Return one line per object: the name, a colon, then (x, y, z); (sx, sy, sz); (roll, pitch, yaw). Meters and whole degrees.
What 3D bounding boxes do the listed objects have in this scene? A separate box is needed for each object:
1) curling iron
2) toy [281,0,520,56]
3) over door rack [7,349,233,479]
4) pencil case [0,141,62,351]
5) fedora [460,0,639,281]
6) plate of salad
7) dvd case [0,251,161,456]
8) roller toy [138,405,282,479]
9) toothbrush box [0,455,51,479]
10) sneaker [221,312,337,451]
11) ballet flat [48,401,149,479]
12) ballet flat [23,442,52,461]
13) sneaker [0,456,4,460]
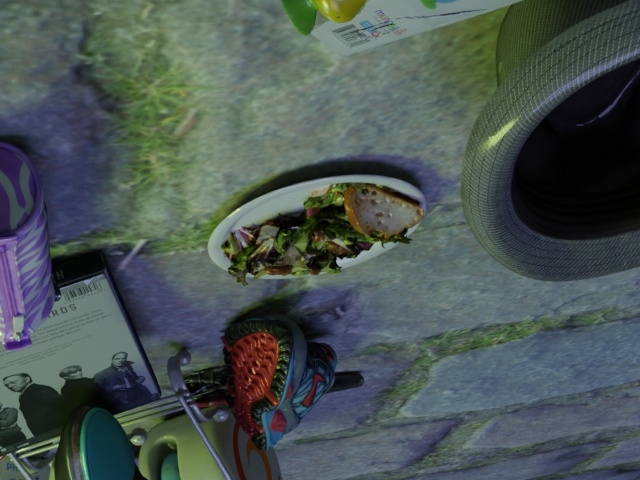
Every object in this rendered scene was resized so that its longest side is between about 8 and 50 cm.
curling iron: (-0.058, 0.190, 1.320); (0.274, 0.035, 0.068); (4, 151, -33)
toy: (0.084, -0.177, 0.561); (0.237, 0.056, 0.137); (-18, 160, 23)
over door rack: (-0.207, 0.293, 1.229); (0.240, 0.108, 0.324); (-18, 111, 10)
pencil case: (-0.243, 0.010, 0.767); (0.086, 0.088, 0.206); (-9, 155, -14)
fedora: (0.201, -0.098, 0.708); (0.244, 0.124, 0.275); (-18, 147, 7)
plate of salad: (0.000, 0.000, 0.918); (0.200, 0.048, 0.200); (-11, 157, -5)
dvd case: (-0.260, 0.115, 0.973); (0.179, 0.029, 0.238); (-19, 144, -8)
roller toy: (-0.148, 0.320, 1.373); (0.146, 0.191, 0.209); (-20, -166, 14)
toothbrush box: (-0.399, 0.461, 1.426); (0.126, 0.295, 0.216); (-22, 155, 23)
sneaker: (-0.040, 0.140, 1.183); (0.125, 0.104, 0.262); (-31, 159, -23)
ballet flat: (-0.227, 0.269, 1.080); (0.096, 0.095, 0.280); (-3, 135, 20)
ballet flat: (-0.398, 0.234, 1.251); (0.057, 0.049, 0.173); (23, 179, 38)
sneaker: (-0.362, 0.181, 1.104); (0.225, 0.088, 0.093); (-32, 147, 18)
